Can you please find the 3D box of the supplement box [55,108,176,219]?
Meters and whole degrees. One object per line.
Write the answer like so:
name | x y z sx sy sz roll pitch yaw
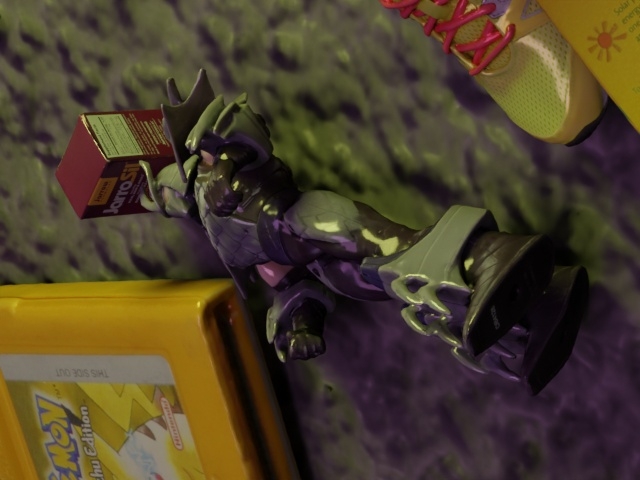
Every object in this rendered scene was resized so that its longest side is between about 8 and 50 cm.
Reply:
supplement box | -0.115 -0.049 0.962 0.043 0.083 0.055 58 136 28

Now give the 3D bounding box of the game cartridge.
game cartridge | -0.145 0.167 1.090 0.323 0.052 0.285 -4 108 41

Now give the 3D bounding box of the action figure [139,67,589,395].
action figure | 0.000 0.000 0.856 0.285 0.099 0.185 18 155 35

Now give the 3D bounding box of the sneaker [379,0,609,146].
sneaker | 0.063 -0.129 0.771 0.208 0.094 0.081 56 142 9

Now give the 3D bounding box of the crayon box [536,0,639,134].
crayon box | 0.202 -0.137 0.666 0.318 0.081 0.202 55 132 9
